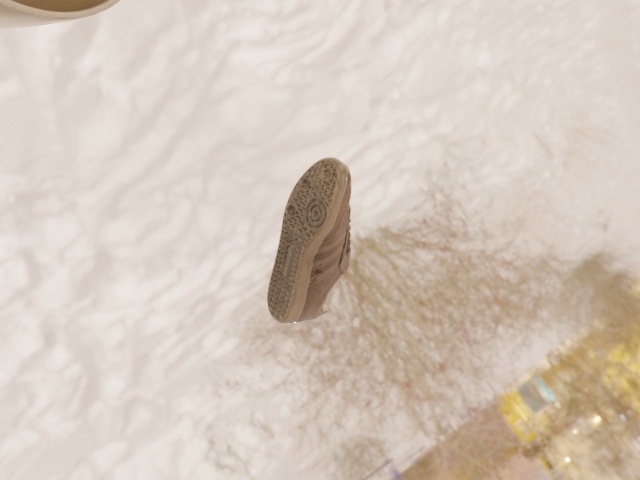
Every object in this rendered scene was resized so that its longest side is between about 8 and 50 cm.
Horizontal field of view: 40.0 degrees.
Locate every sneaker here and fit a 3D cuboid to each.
[{"bbox_3d":[0.000,0.000,0.920,0.071,0.066,0.188,0,121,-42],"label":"sneaker"}]

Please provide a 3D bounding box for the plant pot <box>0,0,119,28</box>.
[{"bbox_3d":[-0.243,-0.238,0.463,0.191,0.284,0.284,-8,176,24],"label":"plant pot"}]
